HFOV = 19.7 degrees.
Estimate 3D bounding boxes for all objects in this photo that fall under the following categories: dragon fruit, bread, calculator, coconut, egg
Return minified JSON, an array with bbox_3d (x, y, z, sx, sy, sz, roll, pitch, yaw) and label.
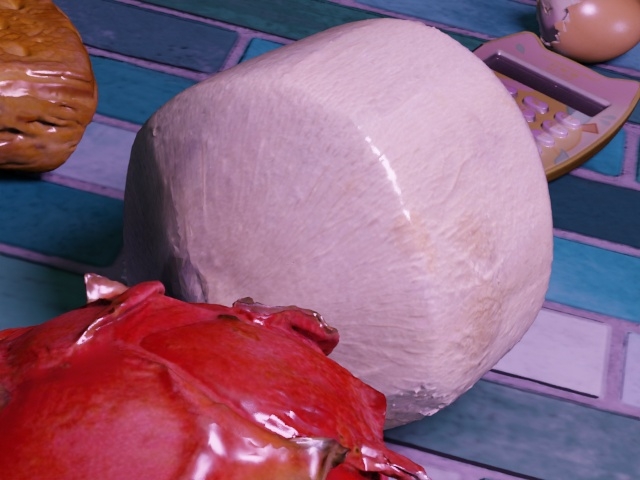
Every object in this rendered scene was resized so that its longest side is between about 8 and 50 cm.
[{"bbox_3d":[-0.082,0.135,0.842,0.252,0.241,0.241,20,32,-1],"label":"dragon fruit"},{"bbox_3d":[-0.277,-0.120,1.309,0.210,0.099,0.235,-3,29,-26],"label":"bread"},{"bbox_3d":[0.148,-0.098,1.466,0.157,0.033,0.236,31,39,27],"label":"calculator"},{"bbox_3d":[0.000,0.000,1.076,0.245,0.245,0.247,32,38,29],"label":"coconut"},{"bbox_3d":[0.236,-0.194,1.596,0.096,0.080,0.080,-4,35,-16],"label":"egg"}]
